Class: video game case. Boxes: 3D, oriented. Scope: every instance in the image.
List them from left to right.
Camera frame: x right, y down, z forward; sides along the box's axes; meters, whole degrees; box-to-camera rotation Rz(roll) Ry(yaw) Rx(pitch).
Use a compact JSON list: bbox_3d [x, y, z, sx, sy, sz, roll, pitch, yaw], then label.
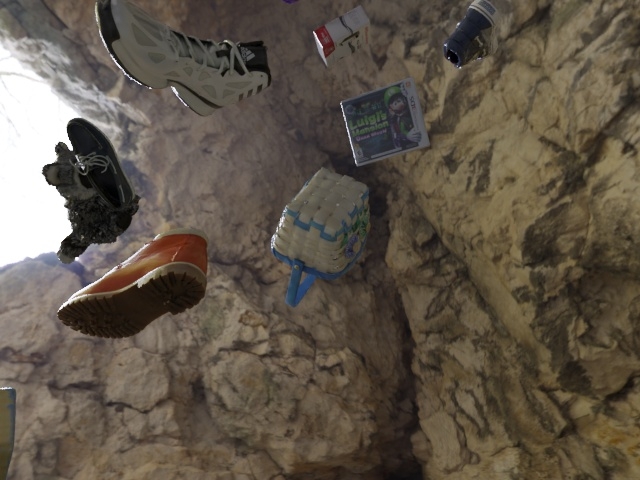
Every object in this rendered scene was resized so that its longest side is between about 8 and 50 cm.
[{"bbox_3d":[0.161,-0.295,1.114,0.191,0.022,0.173,-13,-86,21],"label":"video game case"}]

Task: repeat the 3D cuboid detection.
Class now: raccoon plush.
[{"bbox_3d":[-0.813,-0.097,1.420,0.446,0.299,0.216,-42,-137,10],"label":"raccoon plush"}]

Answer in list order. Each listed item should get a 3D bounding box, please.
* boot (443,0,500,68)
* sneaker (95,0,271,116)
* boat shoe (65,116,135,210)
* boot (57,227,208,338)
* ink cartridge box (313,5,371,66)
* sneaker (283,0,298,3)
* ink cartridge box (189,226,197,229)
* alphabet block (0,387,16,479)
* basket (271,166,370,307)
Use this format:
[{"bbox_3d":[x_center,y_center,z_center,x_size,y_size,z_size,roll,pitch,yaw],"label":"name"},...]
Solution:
[{"bbox_3d":[0.250,-0.332,0.755,0.069,0.190,0.086,45,-75,13],"label":"boot"},{"bbox_3d":[-0.268,-0.439,1.010,0.258,0.447,0.168,-14,-96,15],"label":"sneaker"},{"bbox_3d":[-0.581,-0.194,1.154,0.096,0.254,0.079,-15,-151,6],"label":"boat shoe"},{"bbox_3d":[-0.176,0.040,0.430,0.158,0.059,0.084,-20,-140,12],"label":"boot"},{"bbox_3d":[0.060,-0.523,1.139,0.136,0.099,0.056,-27,-100,5],"label":"ink cartridge box"},{"bbox_3d":[-0.056,-0.640,1.091,0.237,0.104,0.095,16,-129,19],"label":"sneaker"},{"bbox_3d":[-0.480,-0.009,1.624,0.083,0.048,0.028,-41,-134,21],"label":"ink cartridge box"},{"bbox_3d":[-0.688,0.400,0.802,0.192,0.197,0.193,28,-77,54],"label":"alphabet block"},{"bbox_3d":[0.000,0.000,1.050,0.201,0.288,0.254,27,-129,9],"label":"basket"}]
